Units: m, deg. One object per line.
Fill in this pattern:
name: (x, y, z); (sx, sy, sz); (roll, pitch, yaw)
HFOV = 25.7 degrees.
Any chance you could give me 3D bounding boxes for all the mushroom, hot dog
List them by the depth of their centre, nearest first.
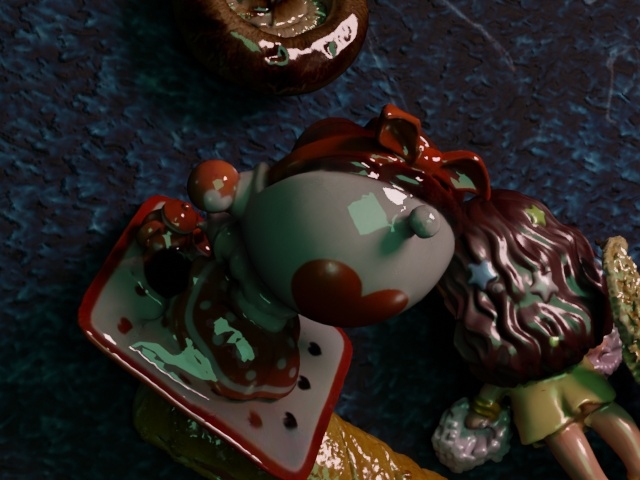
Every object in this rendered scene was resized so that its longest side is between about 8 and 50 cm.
hot dog: (0.008, 0.157, 0.955); (0.286, 0.061, 0.087); (25, 63, -18)
mushroom: (-0.047, -0.176, 0.968); (0.135, 0.080, 0.170); (-38, 96, -34)

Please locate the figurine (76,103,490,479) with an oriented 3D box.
figurine: (0.000, 0.000, 0.853); (0.183, 0.226, 0.160); (38, 37, -11)

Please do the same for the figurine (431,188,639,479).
figurine: (0.155, 0.079, 0.990); (0.175, 0.116, 0.240); (-27, 93, -22)

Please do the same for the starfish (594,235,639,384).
starfish: (0.311, 0.091, 1.007); (0.302, 0.060, 0.299); (7, 75, -31)
